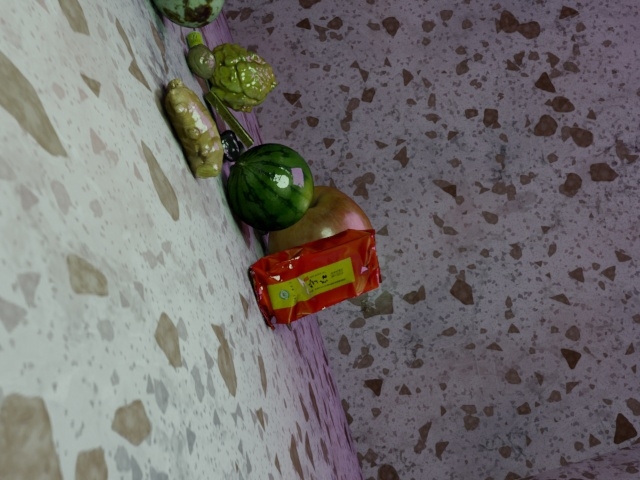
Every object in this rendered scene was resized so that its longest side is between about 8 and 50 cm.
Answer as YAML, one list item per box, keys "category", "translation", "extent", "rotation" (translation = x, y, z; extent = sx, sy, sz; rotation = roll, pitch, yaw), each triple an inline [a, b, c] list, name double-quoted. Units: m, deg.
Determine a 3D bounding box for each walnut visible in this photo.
- category: "walnut"
  translation: [-0.326, -0.493, 1.227]
  extent: [0.092, 0.092, 0.092]
  rotation: [-17, 90, -90]

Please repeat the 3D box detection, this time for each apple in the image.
- category: "apple"
  translation: [0.000, 0.000, 1.576]
  extent: [0.391, 0.392, 0.346]
  rotation: [-106, 170, -62]

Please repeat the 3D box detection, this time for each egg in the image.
- category: "egg"
  translation: [-0.313, -0.594, 1.027]
  extent: [0.231, 0.169, 0.169]
  rotation: [57, -7, 27]

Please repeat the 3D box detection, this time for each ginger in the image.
- category: "ginger"
  translation: [-0.244, -0.222, 0.861]
  extent: [0.115, 0.081, 0.205]
  rotation: [-11, -74, 59]

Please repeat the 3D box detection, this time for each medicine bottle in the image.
- category: "medicine bottle"
  translation: [-0.366, -0.575, 1.323]
  extent: [0.047, 0.047, 0.083]
  rotation: [71, 1, -77]

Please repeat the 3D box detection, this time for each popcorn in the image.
- category: "popcorn"
  translation: [-0.273, -0.549, 1.528]
  extent: [0.259, 0.212, 0.259]
  rotation: [33, 6, -4]

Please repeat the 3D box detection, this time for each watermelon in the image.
- category: "watermelon"
  translation: [-0.136, -0.145, 1.217]
  extent: [0.242, 0.242, 0.242]
  rotation: [-17, 90, -90]

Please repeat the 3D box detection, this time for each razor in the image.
- category: "razor"
  translation: [-0.269, -0.278, 1.321]
  extent: [0.148, 0.054, 0.090]
  rotation: [-117, -175, -70]

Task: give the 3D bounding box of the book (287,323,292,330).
- category: "book"
  translation: [-0.140, 0.211, 1.597]
  extent: [0.168, 0.013, 0.192]
  rotation: [73, 1, -60]

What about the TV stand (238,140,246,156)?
- category: "TV stand"
  translation: [-0.228, -0.213, 1.394]
  extent: [0.249, 0.036, 0.042]
  rotation: [66, 7, 24]

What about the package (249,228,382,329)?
- category: "package"
  translation: [-0.008, 0.100, 1.287]
  extent: [0.123, 0.424, 0.195]
  rotation: [10, -64, 57]

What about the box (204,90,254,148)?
- category: "box"
  translation: [-0.275, -0.370, 1.368]
  extent: [0.193, 0.030, 0.121]
  rotation: [50, 4, -16]

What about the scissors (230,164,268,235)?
- category: "scissors"
  translation: [-0.226, -0.115, 1.454]
  extent: [0.289, 0.041, 0.138]
  rotation: [71, -6, -46]
